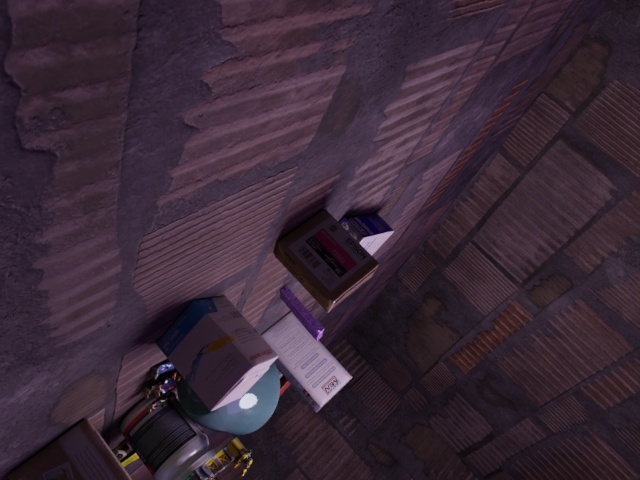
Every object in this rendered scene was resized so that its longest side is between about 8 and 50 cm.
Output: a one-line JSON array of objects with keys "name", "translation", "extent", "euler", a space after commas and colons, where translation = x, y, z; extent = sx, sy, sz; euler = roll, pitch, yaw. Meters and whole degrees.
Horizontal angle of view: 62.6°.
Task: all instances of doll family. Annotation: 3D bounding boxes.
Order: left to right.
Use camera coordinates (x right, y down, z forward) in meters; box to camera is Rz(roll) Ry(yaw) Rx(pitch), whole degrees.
[{"name": "doll family", "translation": [-0.448, 0.409, 1.534], "extent": [0.111, 0.076, 0.193], "euler": [-16, 145, -52]}]

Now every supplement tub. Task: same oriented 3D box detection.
[{"name": "supplement tub", "translation": [-0.474, 0.625, 1.646], "extent": [0.191, 0.272, 0.191], "euler": [-41, 164, -14]}]

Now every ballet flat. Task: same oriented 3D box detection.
[{"name": "ballet flat", "translation": [-0.665, 0.724, 1.805], "extent": [0.231, 0.077, 0.077], "euler": [-35, 146, -25]}]

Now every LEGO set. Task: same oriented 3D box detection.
[{"name": "LEGO set", "translation": [-0.312, 0.782, 1.585], "extent": [0.331, 0.192, 0.255], "euler": [-50, 164, 19]}]

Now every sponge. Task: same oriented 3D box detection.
[{"name": "sponge", "translation": [-0.067, 0.260, 1.875], "extent": [0.031, 0.210, 0.117], "euler": [-38, 163, -18]}]

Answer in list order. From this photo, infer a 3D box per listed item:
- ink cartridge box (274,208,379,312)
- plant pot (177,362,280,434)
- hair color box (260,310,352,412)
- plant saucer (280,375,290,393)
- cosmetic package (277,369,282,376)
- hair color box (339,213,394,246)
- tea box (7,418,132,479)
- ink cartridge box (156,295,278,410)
[{"name": "ink cartridge box", "translation": [0.017, 0.054, 1.497], "extent": [0.193, 0.235, 0.088], "euler": [-37, 164, -28]}, {"name": "plant pot", "translation": [-0.308, 0.460, 1.663], "extent": [0.293, 0.293, 0.235], "euler": [-45, 152, 2]}, {"name": "hair color box", "translation": [-0.069, 0.496, 2.172], "extent": [0.185, 0.374, 0.114], "euler": [-36, 163, -28]}, {"name": "plant saucer", "translation": [-0.168, 0.579, 2.440], "extent": [0.047, 0.259, 0.259], "euler": [24, 119, -26]}, {"name": "cosmetic package", "translation": [-0.281, 0.605, 2.339], "extent": [0.184, 0.151, 0.151], "euler": [-51, 164, 26]}, {"name": "hair color box", "translation": [0.127, 0.006, 1.916], "extent": [0.185, 0.110, 0.338], "euler": [-49, 166, 20]}, {"name": "tea box", "translation": [-0.605, 0.704, 1.401], "extent": [0.220, 0.329, 0.324], "euler": [-36, 163, -29]}, {"name": "ink cartridge box", "translation": [-0.266, 0.289, 1.380], "extent": [0.168, 0.233, 0.171], "euler": [-48, 164, 10]}]
